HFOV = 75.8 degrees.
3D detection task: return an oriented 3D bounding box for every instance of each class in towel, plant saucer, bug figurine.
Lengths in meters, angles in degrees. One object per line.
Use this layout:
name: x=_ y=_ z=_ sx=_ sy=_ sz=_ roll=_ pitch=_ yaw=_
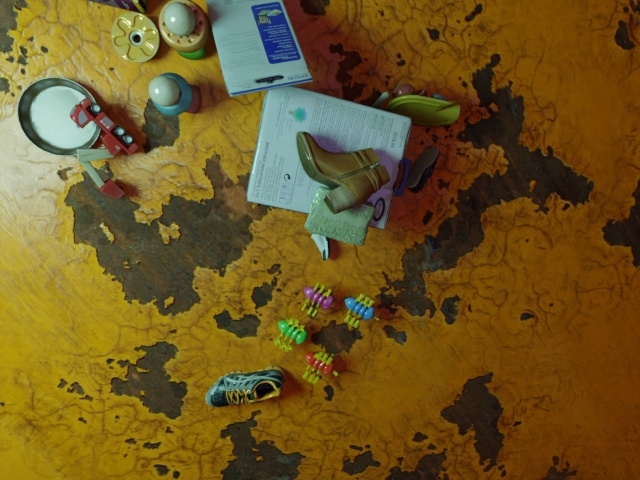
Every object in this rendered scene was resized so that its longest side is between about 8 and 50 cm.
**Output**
towel: x=0.046 y=-0.051 z=0.924 sx=0.148 sy=0.027 sz=0.110 roll=17 pitch=100 yaw=-14
plant saucer: x=-0.573 y=-0.272 z=0.913 sx=0.168 sy=0.029 sz=0.168 roll=-2 pitch=101 yaw=-11
bug figurine: x=0.012 y=0.231 z=1.100 sx=0.216 sy=0.072 sz=0.279 roll=35 pitch=98 yaw=-9

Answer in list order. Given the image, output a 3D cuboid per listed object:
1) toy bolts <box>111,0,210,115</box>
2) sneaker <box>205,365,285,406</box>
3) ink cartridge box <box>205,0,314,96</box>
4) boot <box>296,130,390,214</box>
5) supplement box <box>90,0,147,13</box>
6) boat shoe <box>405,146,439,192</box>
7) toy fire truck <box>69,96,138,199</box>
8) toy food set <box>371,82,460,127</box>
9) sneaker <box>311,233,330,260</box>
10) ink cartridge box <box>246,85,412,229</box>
toy bolts: x=-0.341 y=-0.382 z=0.861 sx=0.218 sy=0.158 sz=0.228 roll=1 pitch=104 yaw=-6
sneaker: x=-0.198 y=0.395 z=1.088 sx=0.215 sy=0.083 sz=0.084 roll=-16 pitch=105 yaw=-6
ink cartridge box: x=-0.132 y=-0.403 z=0.852 sx=0.165 sy=0.065 sz=0.333 roll=-12 pitch=61 yaw=-8
boot: x=0.048 y=-0.169 z=0.882 sx=0.152 sy=0.073 sz=0.197 roll=-31 pitch=96 yaw=-15
supplement box: x=-0.461 y=-0.556 z=0.851 sx=0.188 sy=0.081 sz=0.104 roll=8 pitch=100 yaw=-12
boat shoe: x=0.272 y=-0.186 z=1.082 sx=0.042 sy=0.049 sz=0.133 roll=36 pitch=86 yaw=-43
toy fire truck: x=-0.485 y=-0.199 z=0.910 sx=0.135 sy=0.047 sz=0.192 roll=-49 pitch=127 yaw=-11
toy food set: x=0.234 y=-0.344 z=1.009 sx=0.218 sy=0.128 sz=0.071 roll=9 pitch=79 yaw=-7
sneaker: x=0.000 y=0.000 z=1.074 sx=0.043 sy=0.040 sz=0.109 roll=-8 pitch=99 yaw=8
ink cartridge box: x=0.041 y=-0.186 z=0.982 sx=0.395 sy=0.151 sz=0.270 roll=11 pitch=100 yaw=-11
